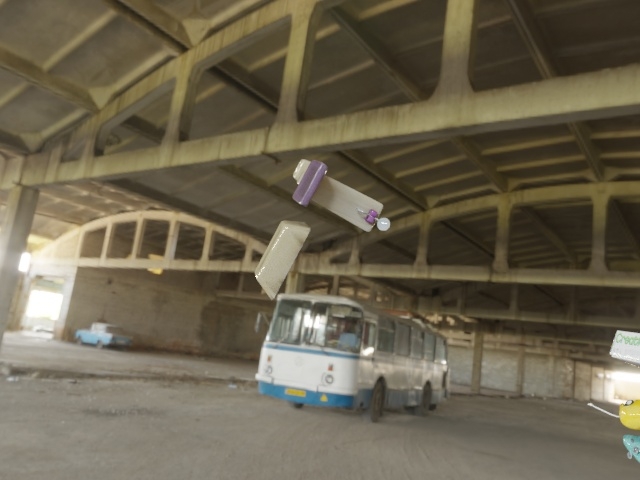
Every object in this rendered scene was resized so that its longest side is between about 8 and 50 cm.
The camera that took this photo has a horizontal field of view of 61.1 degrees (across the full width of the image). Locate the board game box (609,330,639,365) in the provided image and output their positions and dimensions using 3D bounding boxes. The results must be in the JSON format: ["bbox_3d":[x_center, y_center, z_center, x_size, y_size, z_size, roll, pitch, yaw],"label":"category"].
[{"bbox_3d":[0.609,0.201,0.812,0.192,0.053,0.305,20,-5,2],"label":"board game box"}]

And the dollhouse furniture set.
[{"bbox_3d":[0.000,0.000,0.461,0.081,0.114,0.091,27,4,-16],"label":"dollhouse furniture set"}]

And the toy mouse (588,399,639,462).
[{"bbox_3d":[0.467,0.278,0.726,0.161,0.143,0.031,-27,8,47],"label":"toy mouse"}]
